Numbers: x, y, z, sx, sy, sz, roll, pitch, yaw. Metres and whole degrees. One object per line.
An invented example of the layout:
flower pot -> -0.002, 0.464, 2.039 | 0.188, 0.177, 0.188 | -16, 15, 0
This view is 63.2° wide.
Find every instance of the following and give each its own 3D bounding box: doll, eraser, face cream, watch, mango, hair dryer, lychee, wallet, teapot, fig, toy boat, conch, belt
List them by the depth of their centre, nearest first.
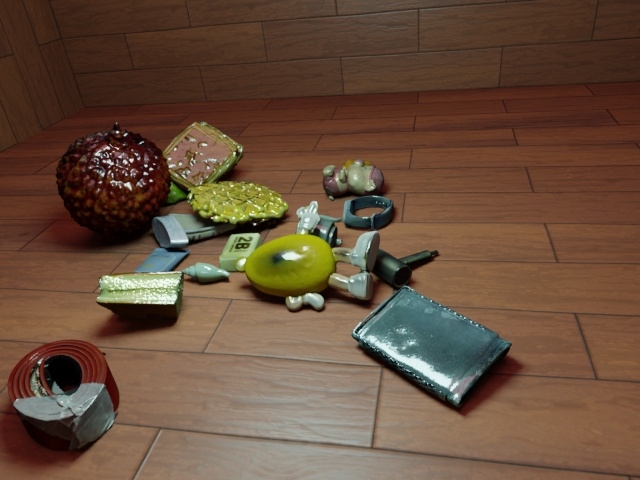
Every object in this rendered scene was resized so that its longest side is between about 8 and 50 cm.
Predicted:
belt -> -0.624, 0.372, 1.282 | 0.227, 0.115, 0.324 | -30, 38, -32
wallet -> 0.276, 0.263, 1.333 | 0.237, 0.075, 0.342 | -35, 42, -29
doll -> -0.019, 0.059, 1.605 | 0.423, 0.161, 0.348 | 30, 72, 26
hair dryer -> 0.273, 0.058, 1.696 | 0.248, 0.078, 0.195 | -13, 29, -29
face cream -> -0.577, 0.116, 1.739 | 0.135, 0.086, 0.385 | 2, 27, 11
conch -> -0.384, 0.111, 1.739 | 0.180, 0.088, 0.065 | 5, 75, 7
teapot -> 0.000, 0.000, 1.770 | 0.149, 0.162, 0.239 | 14, 50, 11
eraser -> -0.279, 0.040, 1.827 | 0.117, 0.058, 0.172 | -2, 31, 9
lychee -> -0.775, -0.233, 1.972 | 0.424, 0.500, 0.425 | 10, 49, -12
watch -> 0.184, -0.107, 1.977 | 0.193, 0.068, 0.206 | -3, 29, 8
toy boat -> -0.506, -0.048, 1.994 | 0.276, 0.111, 0.293 | 19, 24, 38
doll -> 0.137, -0.259, 2.161 | 0.255, 0.152, 0.196 | 3, 45, 7
fig -> -0.658, -0.218, 2.283 | 0.156, 0.123, 0.123 | -6, 29, -17
mango -> 0.174, -0.318, 2.315 | 0.159, 0.084, 0.105 | -8, 36, -1

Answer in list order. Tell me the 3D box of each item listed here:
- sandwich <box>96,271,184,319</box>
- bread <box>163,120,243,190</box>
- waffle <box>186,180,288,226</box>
sandwich -> -0.531, 0.160, 1.550 | 0.235, 0.128, 0.122 | 3, 57, -11
bread -> -0.535, -0.351, 2.324 | 0.277, 0.167, 0.324 | 34, 67, 7
waffle -> -0.332, -0.158, 2.065 | 0.379, 0.095, 0.382 | -7, 25, -27
